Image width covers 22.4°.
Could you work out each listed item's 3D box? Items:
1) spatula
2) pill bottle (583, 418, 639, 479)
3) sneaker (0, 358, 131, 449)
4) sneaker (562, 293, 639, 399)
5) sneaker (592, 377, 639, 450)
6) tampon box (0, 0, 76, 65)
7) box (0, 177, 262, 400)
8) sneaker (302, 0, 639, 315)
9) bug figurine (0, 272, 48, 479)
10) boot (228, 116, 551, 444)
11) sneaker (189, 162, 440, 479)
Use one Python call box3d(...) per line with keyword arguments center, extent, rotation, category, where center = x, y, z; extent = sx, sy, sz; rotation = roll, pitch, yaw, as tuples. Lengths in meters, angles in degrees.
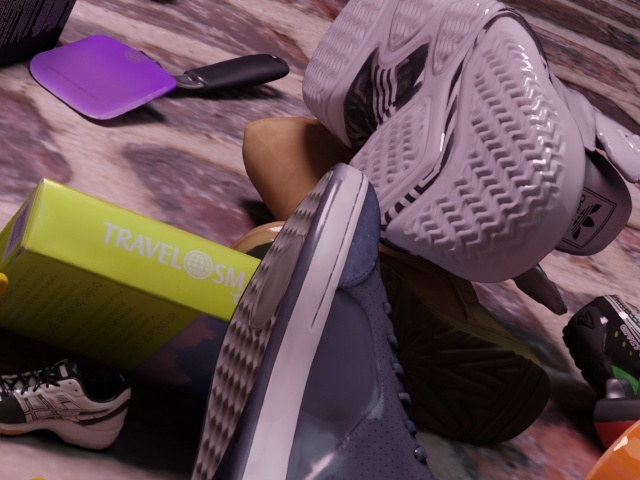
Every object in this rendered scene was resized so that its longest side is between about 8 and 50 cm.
box3d(center=(-0.105, -0.127, 1.221), extent=(0.084, 0.030, 0.296), rotation=(34, 20, 21), category="spatula")
box3d(center=(0.225, 0.186, 0.749), extent=(0.245, 0.130, 0.130), rotation=(37, 21, 23), category="pill bottle")
box3d(center=(-0.123, 0.066, 0.715), extent=(0.083, 0.037, 0.032), rotation=(13, 26, -33), category="sneaker")
box3d(center=(0.308, 0.090, 1.072), extent=(0.343, 0.146, 0.134), rotation=(17, 23, -27), category="sneaker")
box3d(center=(0.272, 0.137, 0.923), extent=(0.276, 0.135, 0.097), rotation=(-1, -6, -34), category="sneaker")
box3d(center=(-0.241, -0.188, 1.086), extent=(0.120, 0.101, 0.161), rotation=(31, 19, 6), category="tampon box")
box3d(center=(-0.068, 0.035, 0.768), extent=(0.178, 0.109, 0.042), rotation=(21, 63, -18), category="box")
box3d(center=(0.120, -0.040, 0.942), extent=(0.210, 0.137, 0.366), rotation=(33, 11, -20), category="sneaker")
box3d(center=(-0.177, 0.075, 0.568), extent=(0.216, 0.072, 0.279), rotation=(4, 35, -37), category="bug figurine")
box3d(center=(0.000, 0.000, 0.981), extent=(0.236, 0.089, 0.269), rotation=(31, 16, -34), category="boot")
box3d(center=(0.034, 0.090, 0.681), extent=(0.163, 0.086, 0.226), rotation=(22, 62, -15), category="sneaker")
